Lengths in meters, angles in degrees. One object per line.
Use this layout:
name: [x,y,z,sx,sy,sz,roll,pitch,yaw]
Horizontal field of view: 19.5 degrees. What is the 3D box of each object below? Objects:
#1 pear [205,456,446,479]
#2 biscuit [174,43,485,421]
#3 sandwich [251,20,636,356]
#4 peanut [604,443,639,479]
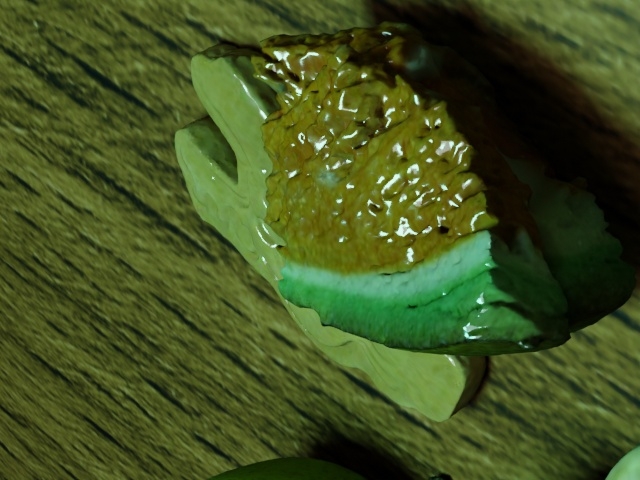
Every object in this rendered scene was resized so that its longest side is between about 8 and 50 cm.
pear: [-0.011,0.202,1.105,0.216,0.180,0.166,-35,64,33]
biscuit: [0.000,0.002,1.026,0.236,0.040,0.144,50,156,18]
sandwich: [0.056,-0.024,0.852,0.185,0.109,0.160,0,98,59]
peanut: [0.208,0.189,0.785,0.137,0.122,0.253,-18,101,35]
